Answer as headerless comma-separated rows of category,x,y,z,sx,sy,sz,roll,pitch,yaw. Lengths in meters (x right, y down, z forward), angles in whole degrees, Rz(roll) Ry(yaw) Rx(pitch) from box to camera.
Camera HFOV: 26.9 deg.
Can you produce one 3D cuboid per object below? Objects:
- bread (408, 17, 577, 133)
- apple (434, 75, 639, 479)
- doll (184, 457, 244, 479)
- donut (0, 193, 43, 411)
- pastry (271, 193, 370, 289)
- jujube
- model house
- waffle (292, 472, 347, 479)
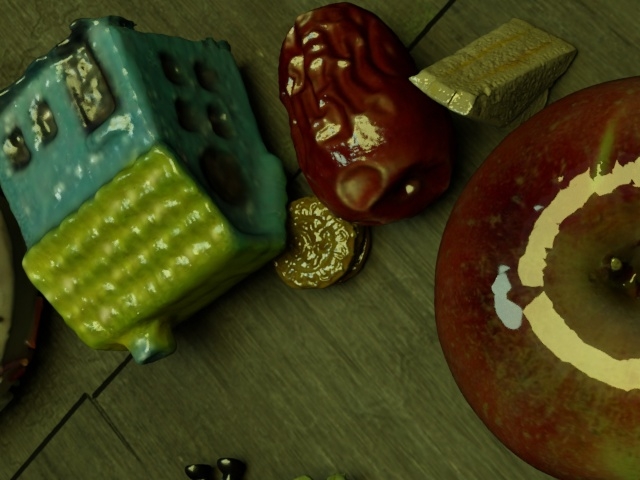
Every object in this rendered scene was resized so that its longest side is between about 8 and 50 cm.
bread,0.163,-0.164,1.253,0.077,0.152,0.105,33,102,27
apple,0.263,0.037,1.095,0.349,0.277,0.348,-3,82,24
doll,-0.107,0.321,1.356,0.096,0.070,0.195,-12,66,25
donut,-0.479,0.073,1.546,0.383,0.142,0.382,-4,81,27
pastry,0.000,0.000,1.363,0.097,0.057,0.109,29,98,24
jujube,0.041,-0.127,1.311,0.155,0.155,0.230,-31,58,20
model house,-0.179,-0.042,1.369,0.237,0.215,0.303,-35,72,29
waffle,-0.039,0.349,1.290,0.204,0.054,0.223,-19,80,-8
